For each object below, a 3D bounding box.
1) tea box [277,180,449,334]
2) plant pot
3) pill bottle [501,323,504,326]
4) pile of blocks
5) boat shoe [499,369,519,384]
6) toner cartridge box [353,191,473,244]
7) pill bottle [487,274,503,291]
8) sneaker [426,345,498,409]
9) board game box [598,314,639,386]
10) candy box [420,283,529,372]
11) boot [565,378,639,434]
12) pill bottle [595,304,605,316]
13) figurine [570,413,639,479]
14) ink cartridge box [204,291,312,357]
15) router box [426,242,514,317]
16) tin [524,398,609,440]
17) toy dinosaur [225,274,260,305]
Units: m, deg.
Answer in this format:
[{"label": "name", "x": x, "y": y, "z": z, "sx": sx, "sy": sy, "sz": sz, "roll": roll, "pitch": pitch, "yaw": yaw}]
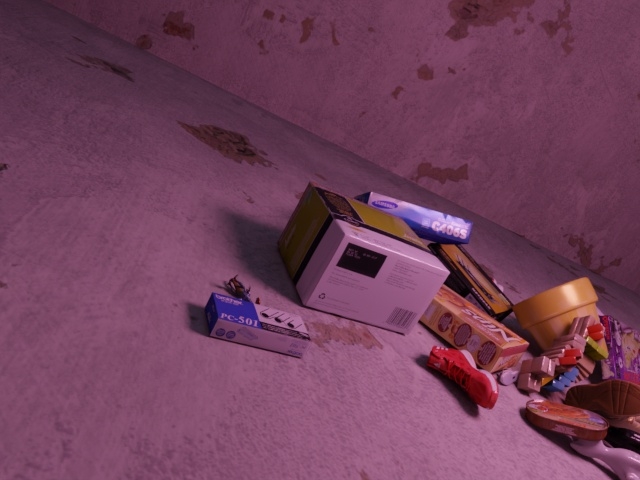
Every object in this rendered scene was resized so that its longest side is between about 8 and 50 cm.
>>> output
[{"label": "tea box", "x": 0.101, "y": 0.043, "z": 1.573, "sx": 0.329, "sy": 0.219, "sz": 0.323, "roll": 20, "pitch": 21, "yaw": -25}, {"label": "plant pot", "x": 0.780, "y": 0.273, "z": 1.875, "sx": 0.254, "sy": 0.254, "sz": 0.238, "roll": 1, "pitch": 64, "yaw": -54}, {"label": "pill bottle", "x": 0.574, "y": 0.300, "z": 1.843, "sx": 0.043, "sy": 0.043, "sz": 0.083, "roll": 22, "pitch": 20, "yaw": -18}, {"label": "pile of blocks", "x": 0.706, "y": 0.333, "z": 1.634, "sx": 0.362, "sy": 0.113, "sz": 0.148, "roll": -27, "pitch": 84, "yaw": -30}, {"label": "boat shoe", "x": 0.505, "y": 0.368, "z": 1.598, "sx": 0.035, "sy": 0.035, "sz": 0.100, "roll": 9, "pitch": 6, "yaw": 42}, {"label": "toner cartridge box", "x": 0.281, "y": -0.065, "z": 1.845, "sx": 0.348, "sy": 0.075, "sz": 0.165, "roll": 15, "pitch": -6, "yaw": -14}, {"label": "pill bottle", "x": 0.585, "y": 0.161, "z": 2.151, "sx": 0.152, "sy": 0.086, "sz": 0.086, "roll": 26, "pitch": 19, "yaw": -6}, {"label": "sneaker", "x": 0.324, "y": 0.324, "z": 1.408, "sx": 0.128, "sy": 0.086, "sz": 0.221, "roll": 14, "pitch": 10, "yaw": -15}, {"label": "board game box", "x": 1.027, "y": 0.387, "z": 1.984, "sx": 0.056, "sy": 0.208, "sz": 0.347, "roll": -11, "pitch": -24, "yaw": 44}, {"label": "candy box", "x": 0.411, "y": 0.240, "z": 1.676, "sx": 0.183, "sy": 0.087, "sz": 0.316, "roll": 5, "pitch": 27, "yaw": -50}, {"label": "boot", "x": 0.823, "y": 0.453, "z": 1.570, "sx": 0.204, "sy": 0.095, "sz": 0.262, "roll": 26, "pitch": -25, "yaw": -16}, {"label": "pill bottle", "x": 0.985, "y": 0.314, "z": 2.202, "sx": 0.161, "sy": 0.160, "sz": 0.283, "roll": 26, "pitch": 18, "yaw": -7}, {"label": "figurine", "x": 0.725, "y": 0.516, "z": 1.458, "sx": 0.210, "sy": 0.092, "sz": 0.215, "roll": 27, "pitch": 17, "yaw": 23}, {"label": "ink cartridge box", "x": -0.126, "y": 0.172, "z": 1.193, "sx": 0.207, "sy": 0.046, "sz": 0.097, "roll": 19, "pitch": 20, "yaw": -25}, {"label": "router box", "x": 0.490, "y": 0.144, "z": 1.975, "sx": 0.243, "sy": 0.081, "sz": 0.308, "roll": 0, "pitch": 47, "yaw": -54}, {"label": "tin", "x": 0.599, "y": 0.439, "z": 1.439, "sx": 0.190, "sy": 0.040, "sz": 0.106, "roll": 10, "pitch": 8, "yaw": 22}, {"label": "toy dinosaur", "x": -0.166, "y": 0.114, "z": 1.302, "sx": 0.082, "sy": 0.047, "sz": 0.090, "roll": 45, "pitch": 6, "yaw": -8}]
